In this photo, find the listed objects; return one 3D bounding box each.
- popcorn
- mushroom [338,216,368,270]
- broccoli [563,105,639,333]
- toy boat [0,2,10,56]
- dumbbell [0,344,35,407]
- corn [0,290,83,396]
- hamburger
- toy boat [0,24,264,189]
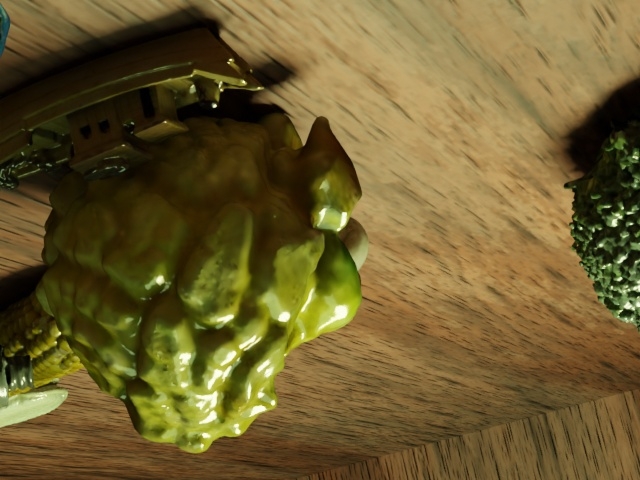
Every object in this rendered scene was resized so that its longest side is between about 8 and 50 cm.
[{"bbox_3d":[-0.087,0.020,1.056,0.270,0.224,0.258,-44,176,38],"label":"popcorn"},{"bbox_3d":[0.000,0.000,1.335,0.085,0.085,0.079,-16,121,11],"label":"mushroom"},{"bbox_3d":[0.411,-0.038,1.323,0.353,0.274,0.397,-4,-165,46],"label":"broccoli"},{"bbox_3d":[-0.227,-0.134,0.707,0.046,0.080,0.229,19,172,21],"label":"toy boat"},{"bbox_3d":[-0.459,0.144,1.266,0.406,0.179,0.179,-7,163,-17],"label":"dumbbell"},{"bbox_3d":[-0.308,0.111,1.427,0.320,0.097,0.097,-24,160,40],"label":"corn"},{"bbox_3d":[-0.360,0.186,1.718,0.121,0.054,0.084,-8,160,-24],"label":"hamburger"},{"bbox_3d":[-0.137,-0.079,0.937,0.206,0.072,0.064,-17,165,19],"label":"toy boat"}]
